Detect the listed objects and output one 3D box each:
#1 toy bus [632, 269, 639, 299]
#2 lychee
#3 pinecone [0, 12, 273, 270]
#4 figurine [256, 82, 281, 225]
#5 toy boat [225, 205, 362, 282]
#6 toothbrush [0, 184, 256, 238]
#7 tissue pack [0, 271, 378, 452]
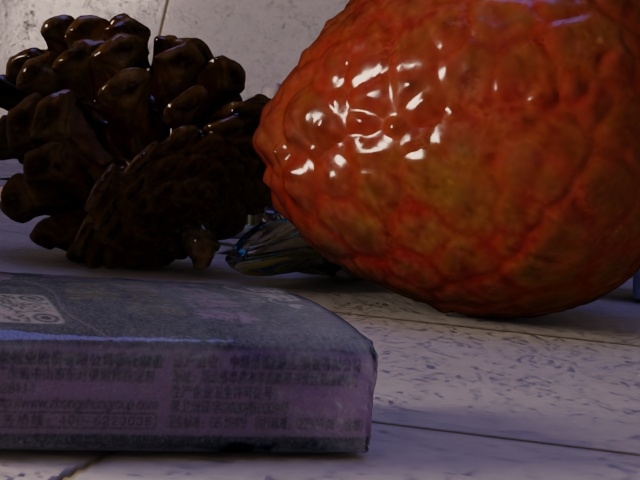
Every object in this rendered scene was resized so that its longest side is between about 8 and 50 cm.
[{"bbox_3d":[0.305,0.013,1.207,0.167,0.076,0.073,4,3,14],"label":"toy bus"},{"bbox_3d":[0.113,-0.073,1.037,0.300,0.255,0.255,-23,12,-14],"label":"lychee"},{"bbox_3d":[-0.137,-0.066,1.155,0.212,0.169,0.185,24,0,34],"label":"pinecone"},{"bbox_3d":[-0.103,-0.079,1.519,0.256,0.145,0.182,4,7,26],"label":"figurine"},{"bbox_3d":[0.000,0.000,1.139,0.084,0.066,0.210,-27,-9,33],"label":"toy boat"},{"bbox_3d":[-0.185,-0.029,1.487,0.375,0.037,0.028,6,1,44],"label":"toothbrush"},{"bbox_3d":[-0.070,0.042,0.607,0.156,0.051,0.112,3,8,-23],"label":"tissue pack"}]
